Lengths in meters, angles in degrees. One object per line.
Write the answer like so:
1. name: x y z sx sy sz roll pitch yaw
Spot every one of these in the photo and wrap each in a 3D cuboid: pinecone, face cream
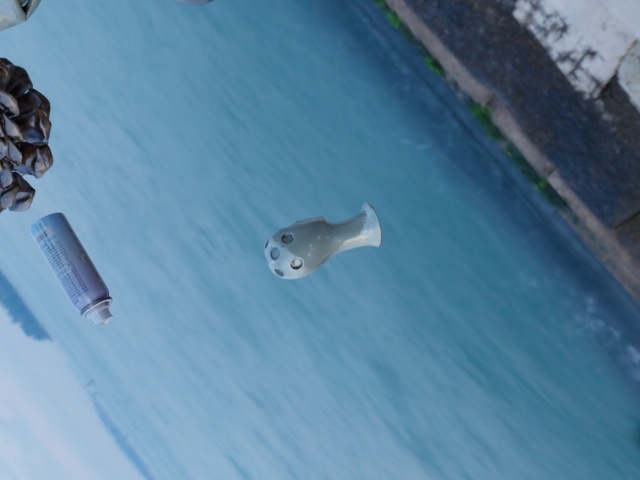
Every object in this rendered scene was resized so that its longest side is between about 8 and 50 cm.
1. pinecone: -0.695 -0.233 1.864 0.384 0.384 0.384 47 162 20
2. face cream: -0.468 0.059 1.757 0.229 0.075 0.075 58 164 10

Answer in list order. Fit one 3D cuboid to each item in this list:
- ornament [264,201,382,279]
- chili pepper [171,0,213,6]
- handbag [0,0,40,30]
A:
1. ornament: 0.000 0.000 1.232 0.075 0.156 0.081 91 156 -58
2. chili pepper: -0.226 -0.525 1.498 0.248 0.233 0.256 46 166 18
3. handbag: -0.361 -0.402 1.209 0.109 0.316 0.253 43 142 8
